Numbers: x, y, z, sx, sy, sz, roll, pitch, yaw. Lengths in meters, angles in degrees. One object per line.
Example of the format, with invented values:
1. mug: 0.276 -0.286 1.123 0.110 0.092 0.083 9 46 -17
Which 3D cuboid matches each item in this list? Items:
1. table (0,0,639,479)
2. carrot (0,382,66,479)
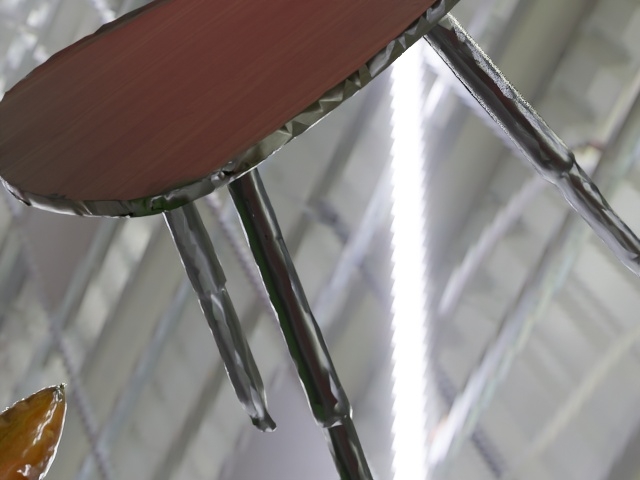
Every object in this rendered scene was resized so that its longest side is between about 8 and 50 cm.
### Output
1. table: 0.000 0.000 1.025 0.317 0.249 0.317 -24 -158 10
2. carrot: -0.132 0.118 0.576 0.190 0.037 0.037 -57 -154 1
